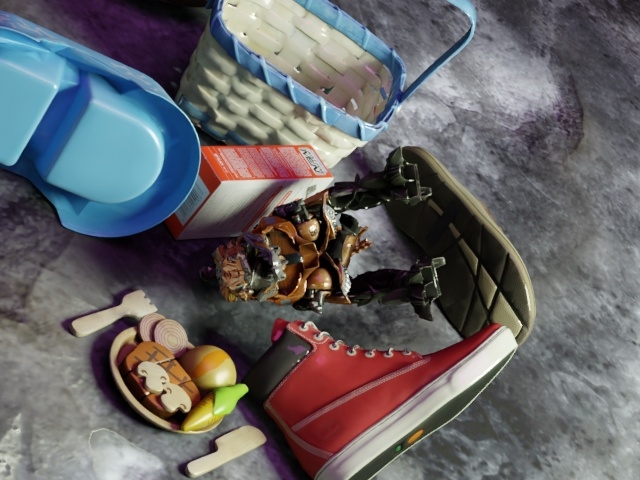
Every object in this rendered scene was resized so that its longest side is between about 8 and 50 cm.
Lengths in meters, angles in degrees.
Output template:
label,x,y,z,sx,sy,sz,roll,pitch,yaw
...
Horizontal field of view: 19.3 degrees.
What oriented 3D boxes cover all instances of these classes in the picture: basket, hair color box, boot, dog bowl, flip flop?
label,x,y,z,sx,sy,sz,roll,pitch,yaw
basket,-0.011,-0.216,2.017,0.255,0.289,0.201,36,38,-12
hair color box,-0.078,-0.051,1.936,0.167,0.093,0.053,-2,52,-47
boot,0.053,0.111,1.797,0.244,0.088,0.176,-33,69,-18
dog bowl,-0.257,-0.116,1.779,0.297,0.166,0.074,24,24,-24
flip flop,0.163,0.005,2.112,0.080,0.112,0.277,8,39,-47

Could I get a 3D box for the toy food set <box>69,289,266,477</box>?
label,x,y,z,sx,sy,sz,roll,pitch,yaw
toy food set,-0.133,0.121,1.724,0.192,0.038,0.132,48,33,12

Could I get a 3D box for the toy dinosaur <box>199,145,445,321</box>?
label,x,y,z,sx,sy,sz,roll,pitch,yaw
toy dinosaur,0.000,0.000,1.884,0.322,0.218,0.164,-65,141,-62

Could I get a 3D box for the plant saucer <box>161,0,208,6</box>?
label,x,y,z,sx,sy,sz,roll,pitch,yaw
plant saucer,-0.209,-0.380,2.235,0.311,0.050,0.310,28,33,-20
